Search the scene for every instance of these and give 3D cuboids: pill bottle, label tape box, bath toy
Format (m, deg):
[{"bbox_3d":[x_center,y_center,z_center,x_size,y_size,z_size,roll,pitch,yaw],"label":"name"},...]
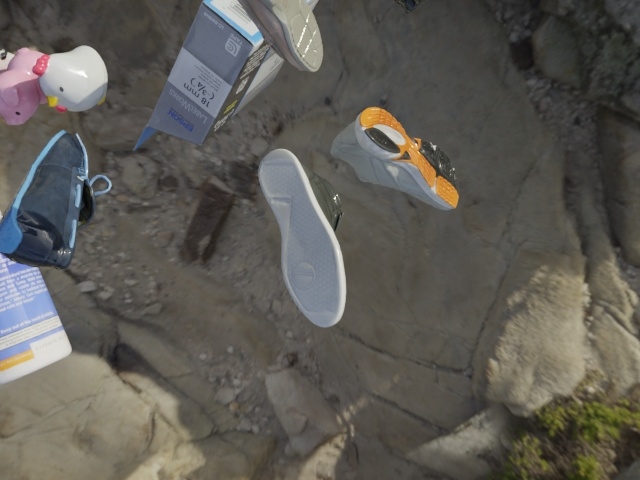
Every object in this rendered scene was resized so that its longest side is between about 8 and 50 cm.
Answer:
[{"bbox_3d":[-0.497,0.076,1.265,0.152,0.152,0.272,-21,92,1],"label":"pill bottle"},{"bbox_3d":[-0.148,-0.275,1.345,0.106,0.241,0.334,38,136,-1],"label":"label tape box"},{"bbox_3d":[-0.514,-0.257,1.386,0.348,0.129,0.152,3,90,29],"label":"bath toy"}]

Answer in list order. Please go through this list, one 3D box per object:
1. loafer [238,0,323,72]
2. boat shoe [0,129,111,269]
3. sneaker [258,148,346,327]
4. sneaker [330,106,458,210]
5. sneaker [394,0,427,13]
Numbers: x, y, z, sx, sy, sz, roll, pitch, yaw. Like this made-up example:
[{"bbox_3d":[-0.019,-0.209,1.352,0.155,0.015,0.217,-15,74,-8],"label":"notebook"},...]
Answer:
[{"bbox_3d":[-0.038,-0.182,0.664,0.039,0.125,0.045,5,63,30],"label":"loafer"},{"bbox_3d":[-0.300,-0.036,0.941,0.089,0.258,0.109,30,117,-20],"label":"boat shoe"},{"bbox_3d":[0.000,0.000,1.346,0.104,0.147,0.296,-26,70,22],"label":"sneaker"},{"bbox_3d":[0.132,-0.129,1.466,0.262,0.121,0.099,35,51,-27],"label":"sneaker"},{"bbox_3d":[0.086,-0.237,0.299,0.146,0.343,0.134,48,49,-1],"label":"sneaker"}]
